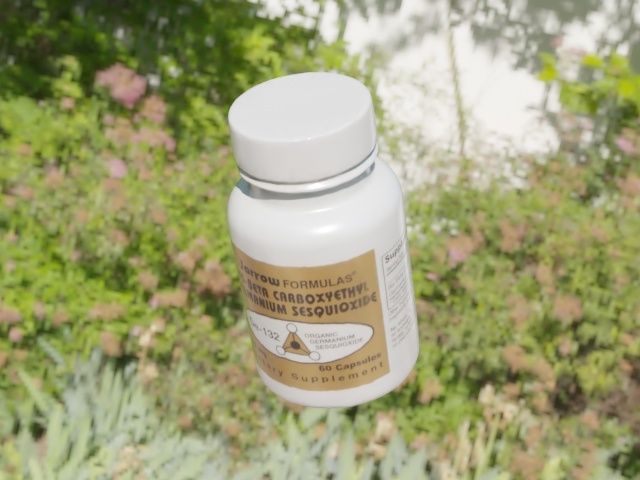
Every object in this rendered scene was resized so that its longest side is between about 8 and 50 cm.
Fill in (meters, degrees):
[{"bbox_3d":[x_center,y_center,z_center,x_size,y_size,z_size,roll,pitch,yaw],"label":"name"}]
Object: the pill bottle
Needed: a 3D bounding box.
[{"bbox_3d":[0.000,0.000,0.974,0.131,0.229,0.131,-6,33,4],"label":"pill bottle"}]
